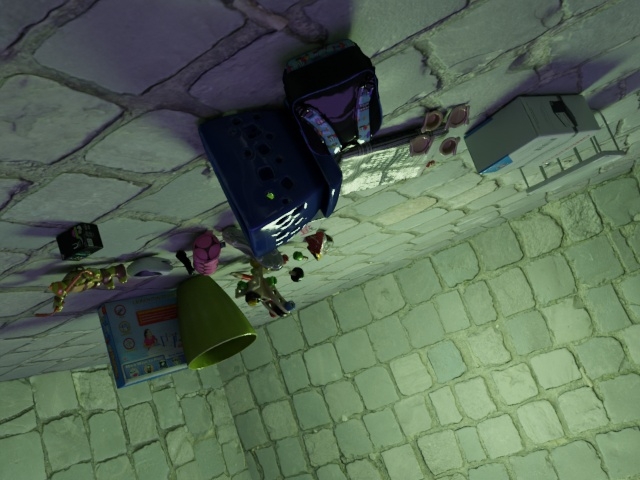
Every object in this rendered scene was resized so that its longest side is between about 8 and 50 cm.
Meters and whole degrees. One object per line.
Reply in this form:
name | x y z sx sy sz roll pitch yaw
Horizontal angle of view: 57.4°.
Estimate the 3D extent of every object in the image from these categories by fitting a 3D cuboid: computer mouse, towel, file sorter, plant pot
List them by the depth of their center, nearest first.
plant pot | -0.088 -0.129 1.156 0.212 0.236 0.236 -26 168 -8
towel | 0.165 -0.202 1.607 0.312 0.056 0.324 -17 168 -14
computer mouse | -0.476 0.073 1.738 0.193 0.106 0.042 -6 130 -27
file sorter | 0.819 -0.293 1.954 0.193 0.173 0.277 -9 163 -45
plant pot | -0.419 0.285 2.178 0.274 0.293 0.275 -25 161 -9

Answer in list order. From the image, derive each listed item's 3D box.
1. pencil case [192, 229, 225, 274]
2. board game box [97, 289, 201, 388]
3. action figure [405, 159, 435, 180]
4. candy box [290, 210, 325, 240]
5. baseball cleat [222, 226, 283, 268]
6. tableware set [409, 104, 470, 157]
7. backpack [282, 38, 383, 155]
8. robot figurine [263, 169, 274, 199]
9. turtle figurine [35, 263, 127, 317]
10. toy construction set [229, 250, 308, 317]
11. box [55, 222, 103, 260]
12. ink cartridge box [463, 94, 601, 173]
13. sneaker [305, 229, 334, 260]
pencil case | -0.344 0.041 1.772 0.095 0.098 0.209 1 165 -14
board game box | -0.637 0.359 2.179 0.308 0.302 0.086 -8 163 -41
action figure | 0.305 -0.219 1.816 0.115 0.030 0.038 -30 159 30
candy box | -0.099 -0.050 1.804 0.196 0.070 0.165 -16 167 -15
baseball cleat | -0.198 0.021 1.761 0.072 0.206 0.109 -56 177 -5
tableware set | 0.301 -0.272 1.469 0.168 0.020 0.141 -9 133 -23
backpack | 0.026 -0.236 1.013 0.158 0.117 0.173 -23 149 2
robot figurine | -0.128 -0.134 1.417 0.101 0.067 0.115 -9 168 4
turtle figurine | -0.667 0.122 1.625 0.269 0.087 0.217 -38 168 30
toy construction set | -0.247 0.152 2.236 0.237 0.257 0.309 18 167 -42
box | -0.557 0.005 1.352 0.083 0.062 0.052 -24 168 20
ink cartridge box | 0.605 -0.306 1.675 0.307 0.129 0.223 -11 164 -35
sneaker | 0.000 0.000 2.189 0.092 0.088 0.225 -39 170 -10
